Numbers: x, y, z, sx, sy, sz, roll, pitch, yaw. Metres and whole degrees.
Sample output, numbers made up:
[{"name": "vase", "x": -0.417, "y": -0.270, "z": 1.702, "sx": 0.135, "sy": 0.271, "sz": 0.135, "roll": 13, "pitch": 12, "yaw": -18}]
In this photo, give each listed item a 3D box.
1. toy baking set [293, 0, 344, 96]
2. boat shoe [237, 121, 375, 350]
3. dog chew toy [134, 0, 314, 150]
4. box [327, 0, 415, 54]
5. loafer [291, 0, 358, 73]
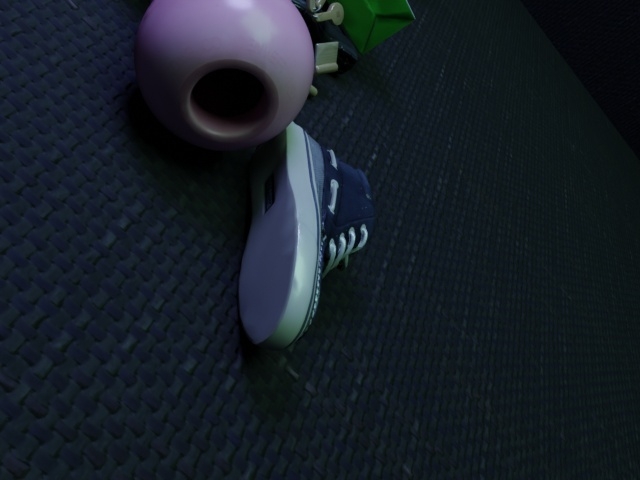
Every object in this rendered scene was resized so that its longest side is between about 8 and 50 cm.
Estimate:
[{"name": "toy baking set", "x": -0.042, "y": -0.339, "z": 1.086, "sx": 0.256, "sy": 0.030, "sz": 0.197, "roll": 15, "pitch": 88, "yaw": -56}, {"name": "boat shoe", "x": 0.000, "y": 0.000, "z": 0.857, "sx": 0.158, "sy": 0.127, "sz": 0.341, "roll": 27, "pitch": 41, "yaw": -27}, {"name": "dog chew toy", "x": -0.121, "y": -0.262, "z": 0.880, "sx": 0.206, "sy": 0.206, "sz": 0.332, "roll": 31, "pitch": 32, "yaw": -34}, {"name": "box", "x": 0.033, "y": -0.506, "z": 1.247, "sx": 0.262, "sy": 0.126, "sz": 0.231, "roll": 43, "pitch": 18, "yaw": -54}, {"name": "loafer", "x": -0.021, "y": -0.360, "z": 1.205, "sx": 0.223, "sy": 0.076, "sz": 0.078, "roll": 23, "pitch": 39, "yaw": -47}]
